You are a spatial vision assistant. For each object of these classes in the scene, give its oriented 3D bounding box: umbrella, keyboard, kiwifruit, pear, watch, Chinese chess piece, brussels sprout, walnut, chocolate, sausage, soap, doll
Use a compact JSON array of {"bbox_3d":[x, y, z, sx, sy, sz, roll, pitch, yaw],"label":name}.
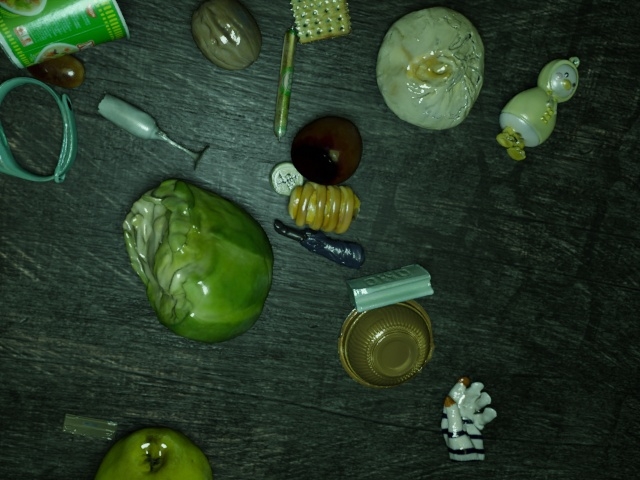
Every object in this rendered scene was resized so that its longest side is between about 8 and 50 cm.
[{"bbox_3d":[-0.003,0.005,1.432,0.248,0.071,0.071,21,97,-9],"label":"umbrella"},{"bbox_3d":[-0.581,0.471,1.444,0.129,0.015,0.049,14,93,-12],"label":"keyboard"},{"bbox_3d":[-0.575,-0.376,1.249,0.124,0.075,0.075,14,98,-6],"label":"kiwifruit"},{"bbox_3d":[-0.401,0.633,1.384,0.287,0.287,0.375,5,114,-11],"label":"pear"},{"bbox_3d":[-0.641,-0.237,1.272,0.195,0.068,0.237,-15,99,-9],"label":"watch"},{"bbox_3d":[-0.082,-0.150,1.396,0.084,0.034,0.084,-2,101,-10],"label":"Chinese chess piece"},{"bbox_3d":[-0.267,0.049,1.278,0.276,0.314,0.371,-46,68,27],"label":"brussels sprout"},{"bbox_3d":[-0.207,-0.456,1.266,0.140,0.140,0.162,-36,95,-1],"label":"walnut"},{"bbox_3d":[0.022,-0.214,1.348,0.176,0.177,0.177,-2,101,-9],"label":"chocolate"},{"bbox_3d":[-0.083,-0.369,1.354,0.032,0.033,0.269,6,100,-11],"label":"sausage"},{"bbox_3d":[0.172,0.118,1.452,0.198,0.114,0.063,-13,102,-8],"label":"soap"},{"bbox_3d":[0.550,-0.341,1.423,0.141,0.117,0.296,39,93,-21],"label":"doll"}]

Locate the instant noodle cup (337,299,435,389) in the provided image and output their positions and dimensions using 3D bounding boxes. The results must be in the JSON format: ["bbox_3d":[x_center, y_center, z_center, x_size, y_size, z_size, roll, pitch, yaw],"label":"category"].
[{"bbox_3d":[0.183,0.282,1.498,0.273,0.091,0.274,-2,102,-9],"label":"instant noodle cup"}]

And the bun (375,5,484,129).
[{"bbox_3d":[0.270,-0.408,1.350,0.287,0.146,0.287,-1,99,-10],"label":"bun"}]

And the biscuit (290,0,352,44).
[{"bbox_3d":[-0.007,-0.570,1.336,0.144,0.016,0.203,-15,104,-7],"label":"biscuit"}]

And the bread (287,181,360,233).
[{"bbox_3d":[0.009,-0.078,1.392,0.177,0.084,0.119,5,105,-22],"label":"bread"}]

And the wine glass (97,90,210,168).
[{"bbox_3d":[-0.386,-0.252,1.310,0.262,0.074,0.074,29,95,-13],"label":"wine glass"}]

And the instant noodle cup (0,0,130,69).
[{"bbox_3d":[-0.541,-0.462,1.154,0.232,0.207,0.207,-29,104,-11],"label":"instant noodle cup"}]

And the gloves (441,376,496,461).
[{"bbox_3d":[0.395,0.489,1.570,0.140,0.131,0.219,2,70,-8],"label":"gloves"}]
